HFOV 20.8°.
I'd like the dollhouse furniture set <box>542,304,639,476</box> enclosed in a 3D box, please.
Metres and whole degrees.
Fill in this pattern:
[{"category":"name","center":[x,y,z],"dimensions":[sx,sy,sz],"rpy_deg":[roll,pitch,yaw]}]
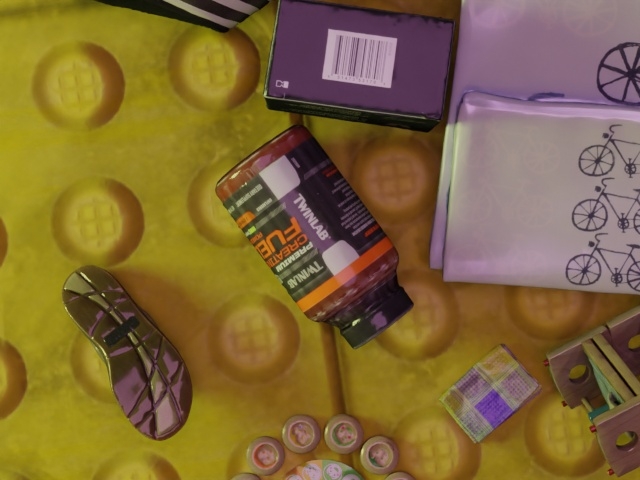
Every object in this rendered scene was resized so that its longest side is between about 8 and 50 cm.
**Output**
[{"category":"dollhouse furniture set","center":[0.308,0.176,1.588],"dimensions":[0.129,0.129,0.184],"rpy_deg":[-27,119,-1]}]

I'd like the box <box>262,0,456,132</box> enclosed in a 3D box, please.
[{"category":"box","center":[0.033,-0.155,1.554],"dimensions":[0.156,0.158,0.093],"rpy_deg":[8,90,-1]}]

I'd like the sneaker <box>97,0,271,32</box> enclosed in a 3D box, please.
[{"category":"sneaker","center":[-0.190,-0.373,1.550],"dimensions":[0.257,0.169,0.447],"rpy_deg":[-42,92,-3]}]

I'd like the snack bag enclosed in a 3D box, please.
[{"category":"snack bag","center":[0.272,-0.113,1.537],"dimensions":[0.323,0.037,0.343],"rpy_deg":[5,109,0]}]

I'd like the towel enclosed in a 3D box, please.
[{"category":"towel","center":[0.159,0.142,1.625],"dimensions":[0.083,0.009,0.060],"rpy_deg":[-40,90,-1]}]

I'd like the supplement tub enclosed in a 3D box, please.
[{"category":"supplement tub","center":[0.000,0.000,1.578],"dimensions":[0.106,0.106,0.198],"rpy_deg":[-37,89,-1]}]

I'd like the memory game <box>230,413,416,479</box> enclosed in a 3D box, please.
[{"category":"memory game","center":[0.002,0.252,1.620],"dimensions":[0.186,0.012,0.186],"rpy_deg":[0,89,-1]}]

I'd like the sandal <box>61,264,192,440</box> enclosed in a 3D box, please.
[{"category":"sandal","center":[-0.175,0.102,1.607],"dimensions":[0.072,0.049,0.180],"rpy_deg":[-34,75,-7]}]
